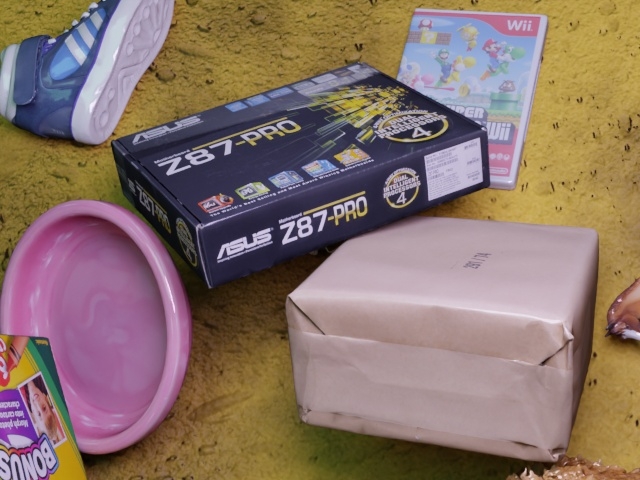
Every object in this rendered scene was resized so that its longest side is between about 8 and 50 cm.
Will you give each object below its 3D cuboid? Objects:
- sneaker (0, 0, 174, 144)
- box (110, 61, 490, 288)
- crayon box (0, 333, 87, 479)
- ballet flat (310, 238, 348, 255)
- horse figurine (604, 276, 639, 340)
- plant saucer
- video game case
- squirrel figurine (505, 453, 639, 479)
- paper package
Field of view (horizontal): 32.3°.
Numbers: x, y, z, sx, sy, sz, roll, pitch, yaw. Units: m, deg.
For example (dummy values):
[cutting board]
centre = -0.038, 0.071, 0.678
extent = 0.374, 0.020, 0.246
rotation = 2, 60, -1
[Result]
[sneaker]
centre = -0.396, -0.315, 1.760
extent = 0.236, 0.130, 0.323
rotation = 18, 75, 19
[box]
centre = -0.031, -0.099, 1.424
extent = 0.394, 0.097, 0.318
rotation = -20, 30, -20
[crayon box]
centre = -0.389, 0.269, 1.273
extent = 0.106, 0.363, 0.313
rotation = -21, 80, 8
[ballet flat]
centre = 0.000, 0.000, 1.541
extent = 0.114, 0.041, 0.041
rotation = -10, 61, 11
[horse figurine]
centre = 0.469, 0.029, 1.379
extent = 0.174, 0.066, 0.263
rotation = 15, 71, 16
[plant saucer]
centre = -0.289, 0.112, 1.468
extent = 0.332, 0.084, 0.332
rotation = 2, 94, 35
[video game case]
centre = 0.205, -0.210, 1.599
extent = 0.204, 0.025, 0.285
rotation = 7, 65, 19
[squirrel figurine]
centre = 0.180, 0.335, 1.122
extent = 0.397, 0.370, 0.281
rotation = -36, 60, -5
[paper package]
centre = 0.153, 0.094, 1.272
extent = 0.309, 0.325, 0.168
rotation = 6, 109, 18
